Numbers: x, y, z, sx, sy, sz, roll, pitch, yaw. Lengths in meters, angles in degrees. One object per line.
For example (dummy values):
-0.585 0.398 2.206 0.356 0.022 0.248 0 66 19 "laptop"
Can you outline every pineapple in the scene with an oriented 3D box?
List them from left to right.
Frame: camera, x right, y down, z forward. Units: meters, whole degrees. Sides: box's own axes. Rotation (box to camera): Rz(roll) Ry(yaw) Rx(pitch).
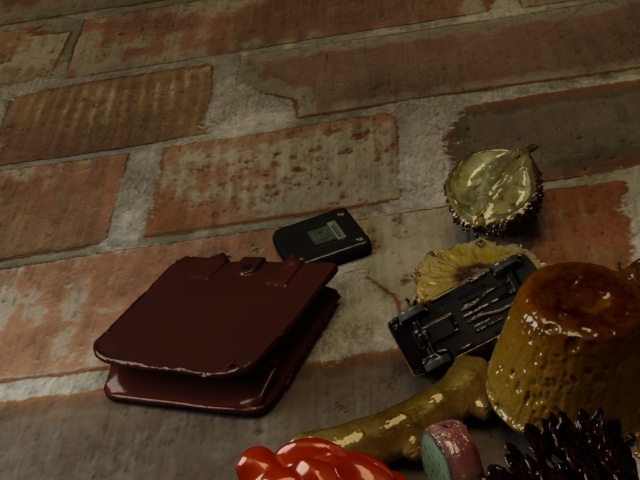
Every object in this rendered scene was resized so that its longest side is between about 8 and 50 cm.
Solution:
0.210 0.062 1.940 0.221 0.047 0.221 -8 32 5 "pineapple"

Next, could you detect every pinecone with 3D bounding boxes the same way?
0.241 0.257 1.507 0.165 0.163 0.163 -23 28 15 "pinecone"

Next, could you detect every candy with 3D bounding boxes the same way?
0.144 0.245 1.602 0.043 0.103 0.103 -13 30 -16 "candy"

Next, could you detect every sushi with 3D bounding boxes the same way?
0.407 0.051 1.889 0.118 0.061 0.060 -14 -16 -37 "sushi"

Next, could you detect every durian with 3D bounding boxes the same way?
0.259 -0.064 2.085 0.148 0.091 0.188 17 60 36 "durian"

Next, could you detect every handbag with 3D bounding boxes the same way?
-0.134 0.114 1.944 0.260 0.084 0.275 3 33 27 "handbag"

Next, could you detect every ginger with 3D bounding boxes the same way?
0.085 0.215 1.707 0.299 0.065 0.118 -28 48 -24 "ginger"

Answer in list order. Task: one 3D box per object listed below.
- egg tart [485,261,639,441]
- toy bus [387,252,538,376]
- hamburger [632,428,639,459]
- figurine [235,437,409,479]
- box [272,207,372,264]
0.293 0.124 1.679 0.202 0.147 0.202 3 38 -2 "egg tart"
0.183 0.091 1.816 0.194 0.083 0.088 -27 -8 -1 "toy bus"
0.424 0.227 1.469 0.237 0.147 0.237 10 28 -5 "hamburger"
-0.021 0.383 1.257 0.306 0.241 0.412 20 72 40 "figurine"
0.000 0.000 2.134 0.125 0.027 0.126 -18 31 -11 "box"
